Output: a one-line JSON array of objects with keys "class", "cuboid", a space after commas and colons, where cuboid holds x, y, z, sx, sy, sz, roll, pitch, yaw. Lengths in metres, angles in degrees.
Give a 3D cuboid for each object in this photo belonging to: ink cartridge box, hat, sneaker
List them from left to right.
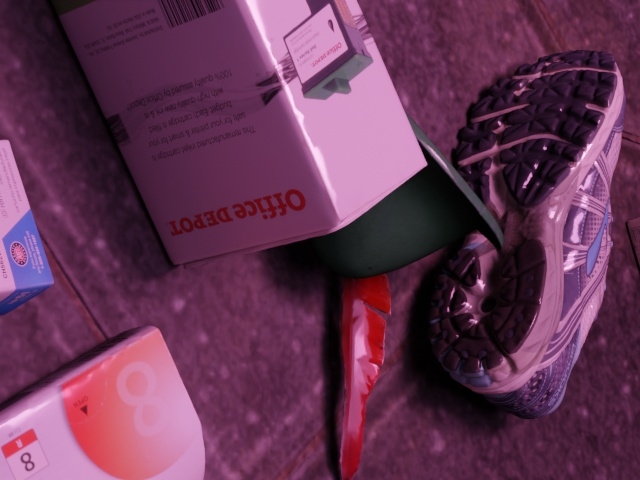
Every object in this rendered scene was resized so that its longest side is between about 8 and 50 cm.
[{"class": "ink cartridge box", "cuboid": [-0.214, -0.001, 1.034, 0.122, 0.052, 0.088, -9, 77, -47]}, {"class": "ink cartridge box", "cuboid": [-0.118, 0.159, 1.108, 0.145, 0.045, 0.179, -32, 100, -41]}, {"class": "ink cartridge box", "cuboid": [-0.056, -0.108, 1.143, 0.092, 0.160, 0.219, -33, 104, -41]}, {"class": "hat", "cuboid": [0.000, 0.000, 1.241, 0.183, 0.208, 0.173, -40, 146, 1]}, {"class": "sneaker", "cuboid": [0.155, -0.005, 1.371, 0.122, 0.110, 0.283, 50, 53, -45]}]

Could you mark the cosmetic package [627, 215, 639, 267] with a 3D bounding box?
[{"class": "cosmetic package", "cuboid": [0.294, -0.002, 1.466, 0.041, 0.115, 0.060, -19, 94, -43]}]
